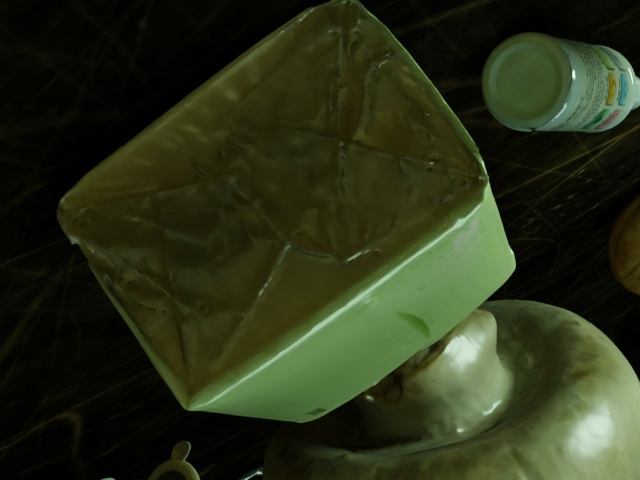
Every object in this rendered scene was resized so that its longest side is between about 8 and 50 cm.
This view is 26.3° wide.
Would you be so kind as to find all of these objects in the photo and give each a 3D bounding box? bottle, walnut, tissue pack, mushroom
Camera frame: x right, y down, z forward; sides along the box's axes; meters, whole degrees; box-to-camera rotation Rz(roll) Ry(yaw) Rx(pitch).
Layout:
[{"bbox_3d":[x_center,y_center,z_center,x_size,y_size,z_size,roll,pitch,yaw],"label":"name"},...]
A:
[{"bbox_3d":[0.167,-0.096,0.868,0.060,0.060,0.217,-41,164,25],"label":"bottle"},{"bbox_3d":[0.424,-0.004,1.635,0.180,0.144,0.144,-35,167,22],"label":"walnut"},{"bbox_3d":[0.000,0.000,0.662,0.159,0.125,0.234,-35,167,3],"label":"tissue pack"},{"bbox_3d":[0.112,0.165,1.241,0.362,0.295,0.362,-19,-160,7],"label":"mushroom"}]

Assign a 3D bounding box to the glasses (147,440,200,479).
[{"bbox_3d":[-0.072,0.306,1.226,0.088,0.189,0.220,-40,138,-11],"label":"glasses"}]

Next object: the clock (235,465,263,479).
[{"bbox_3d":[-0.099,0.435,1.635,0.379,0.276,0.120,-29,164,-36],"label":"clock"}]

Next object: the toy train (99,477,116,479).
[{"bbox_3d":[-0.213,0.282,1.295,0.048,0.055,0.252,-38,170,-26],"label":"toy train"}]
